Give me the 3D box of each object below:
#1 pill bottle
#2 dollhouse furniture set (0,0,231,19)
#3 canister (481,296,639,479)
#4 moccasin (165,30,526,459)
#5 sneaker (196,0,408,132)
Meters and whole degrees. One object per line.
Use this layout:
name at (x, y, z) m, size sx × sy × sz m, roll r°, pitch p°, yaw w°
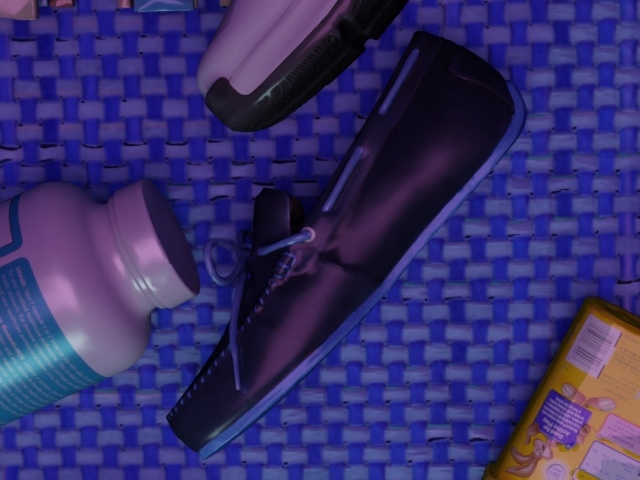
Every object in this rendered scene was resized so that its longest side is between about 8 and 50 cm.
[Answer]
pill bottle at (-0.222, 0.051, 1.333) m, size 0.264 × 0.146 × 0.146 m, roll -24°, pitch 99°, yaw 8°
dollhouse furniture set at (-0.156, -0.221, 1.282) m, size 0.183 × 0.129 × 0.129 m, roll -1°, pitch 101°, yaw 5°
canister at (0.206, 0.141, 1.361) m, size 0.126 × 0.073 × 0.170 m, roll 27°, pitch 100°, yaw -2°
moccasin at (0.000, 0.000, 1.332) m, size 0.117 × 0.138 × 0.342 m, roll 41°, pitch 87°, yaw 0°
sneaker at (-0.002, -0.308, 1.260) m, size 0.257 × 0.169 × 0.447 m, roll 35°, pitch 94°, yaw 5°
